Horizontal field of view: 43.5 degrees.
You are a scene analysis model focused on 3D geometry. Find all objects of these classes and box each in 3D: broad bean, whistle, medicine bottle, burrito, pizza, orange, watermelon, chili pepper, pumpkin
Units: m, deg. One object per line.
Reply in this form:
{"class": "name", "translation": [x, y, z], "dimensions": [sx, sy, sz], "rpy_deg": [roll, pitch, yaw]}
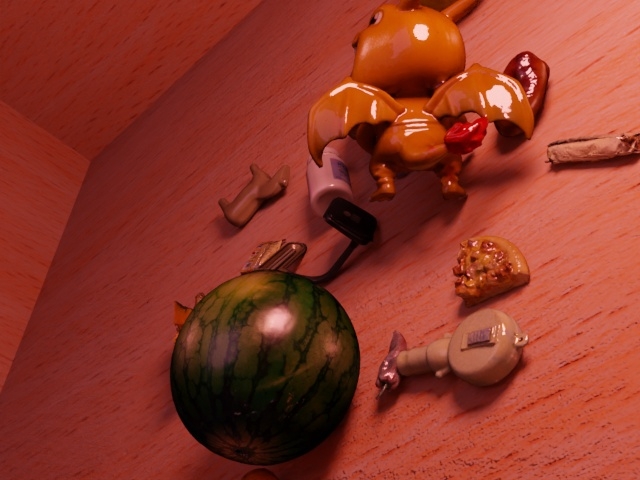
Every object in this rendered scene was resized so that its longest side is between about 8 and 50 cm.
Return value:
{"class": "broad bean", "translation": [0.382, -0.275, 1.532], "dimensions": [0.114, 0.085, 0.165], "rpy_deg": [142, 148, -66]}
{"class": "whistle", "translation": [0.224, 0.178, 1.292], "dimensions": [0.258, 0.067, 0.126], "rpy_deg": [-22, 40, 47]}
{"class": "medicine bottle", "translation": [0.019, -0.138, 1.897], "dimensions": [0.103, 0.103, 0.186], "rpy_deg": [-41, 31, 22]}
{"class": "burrito", "translation": [0.456, -0.155, 1.342], "dimensions": [0.186, 0.041, 0.045], "rpy_deg": [3, 102, 56]}
{"class": "pizza", "translation": [0.280, 0.051, 1.366], "dimensions": [0.134, 0.046, 0.175], "rpy_deg": [-58, 29, -9]}
{"class": "orange", "translation": [-0.110, 0.456, 1.462], "dimensions": [0.084, 0.084, 0.083], "rpy_deg": [-36, 33, 28]}
{"class": "watermelon", "translation": [-0.097, 0.225, 1.437], "dimensions": [0.363, 0.363, 0.363], "rpy_deg": [-36, 33, 28]}
{"class": "chili pepper", "translation": [0.127, 0.219, 1.414], "dimensions": [0.050, 0.041, 0.153], "rpy_deg": [-9, 32, 27]}
{"class": "pumpkin", "translation": [-0.278, 0.213, 1.931], "dimensions": [0.126, 0.131, 0.248], "rpy_deg": [-49, 33, 26]}

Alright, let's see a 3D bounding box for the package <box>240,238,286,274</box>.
{"class": "package", "translation": [-0.146, 0.046, 2.016], "dimensions": [0.108, 0.031, 0.120], "rpy_deg": [-6, 49, 53]}

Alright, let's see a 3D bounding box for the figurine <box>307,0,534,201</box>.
{"class": "figurine", "translation": [0.201, -0.277, 1.534], "dimensions": [0.401, 0.268, 0.386], "rpy_deg": [-7, 76, 21]}

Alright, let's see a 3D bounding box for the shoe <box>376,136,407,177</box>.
{"class": "shoe", "translation": [0.199, -0.263, 1.735], "dimensions": [0.245, 0.138, 0.095], "rpy_deg": [-48, 33, 11]}

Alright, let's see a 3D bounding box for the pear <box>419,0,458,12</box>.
{"class": "pear", "translation": [0.292, -0.677, 1.946], "dimensions": [0.253, 0.253, 0.307], "rpy_deg": [-38, 24, 26]}

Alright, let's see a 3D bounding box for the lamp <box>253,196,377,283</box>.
{"class": "lamp", "translation": [0.003, 0.006, 1.789], "dimensions": [0.283, 0.124, 0.203], "rpy_deg": [-38, 12, 31]}

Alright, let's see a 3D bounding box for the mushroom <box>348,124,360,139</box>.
{"class": "mushroom", "translation": [0.147, -0.340, 1.869], "dimensions": [0.253, 0.153, 0.253], "rpy_deg": [-48, 19, 23]}

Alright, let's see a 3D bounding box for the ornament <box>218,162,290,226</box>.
{"class": "ornament", "translation": [-0.177, -0.135, 2.226], "dimensions": [0.230, 0.061, 0.245], "rpy_deg": [-49, 28, 5]}
